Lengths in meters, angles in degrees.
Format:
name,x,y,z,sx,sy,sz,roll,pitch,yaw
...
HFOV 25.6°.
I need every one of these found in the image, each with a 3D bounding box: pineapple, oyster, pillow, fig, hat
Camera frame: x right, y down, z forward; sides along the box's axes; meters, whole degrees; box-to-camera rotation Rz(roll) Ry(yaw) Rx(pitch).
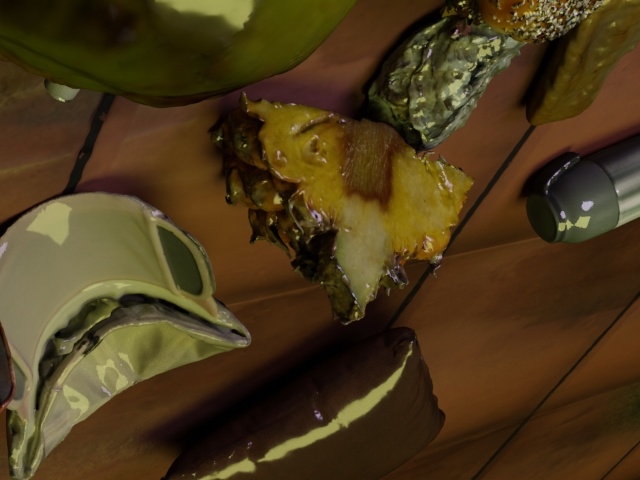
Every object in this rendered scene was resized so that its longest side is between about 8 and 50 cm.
name,x,y,z,sx,sy,sz,roll,pitch,yaw
pineapple,0.004,0.001,1.113,0.249,0.164,0.139,8,156,-44
oyster,0.104,-0.127,1.139,0.125,0.064,0.177,-25,155,-24
pillow,-0.007,0.226,1.568,0.305,0.108,0.308,-30,154,-2
fig,-0.074,-0.198,0.650,0.271,0.239,0.239,-65,152,-4
hat,-0.191,0.058,1.122,0.219,0.164,0.226,-29,115,-12

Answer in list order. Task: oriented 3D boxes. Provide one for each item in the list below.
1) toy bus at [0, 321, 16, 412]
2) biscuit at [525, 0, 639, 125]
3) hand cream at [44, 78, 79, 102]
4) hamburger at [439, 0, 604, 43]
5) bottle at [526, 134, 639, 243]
name,x,y,z,sx,sy,sz,roll,pitch,yaw
toy bus,-0.373,0.095,0.913,0.329,0.143,0.153,-9,156,-40
biscuit,0.279,-0.184,1.257,0.183,0.039,0.174,-20,150,-22
hand cream,-0.114,-0.172,0.857,0.216,0.038,0.052,-54,171,26
hamburger,0.168,-0.214,1.006,0.189,0.093,0.164,-38,159,-9
bottle,0.331,-0.074,1.466,0.253,0.079,0.096,-23,114,-19
